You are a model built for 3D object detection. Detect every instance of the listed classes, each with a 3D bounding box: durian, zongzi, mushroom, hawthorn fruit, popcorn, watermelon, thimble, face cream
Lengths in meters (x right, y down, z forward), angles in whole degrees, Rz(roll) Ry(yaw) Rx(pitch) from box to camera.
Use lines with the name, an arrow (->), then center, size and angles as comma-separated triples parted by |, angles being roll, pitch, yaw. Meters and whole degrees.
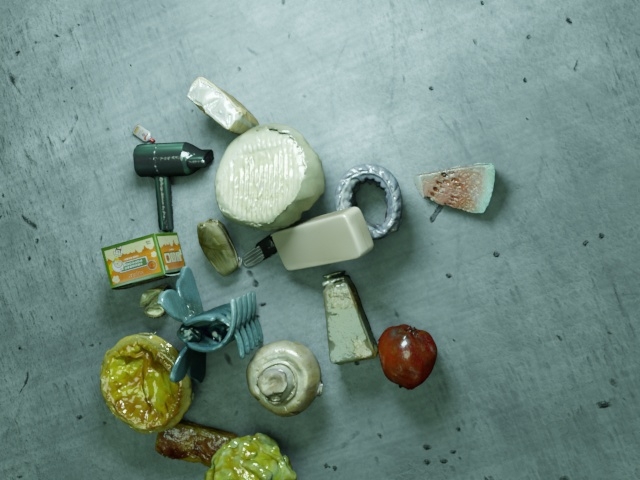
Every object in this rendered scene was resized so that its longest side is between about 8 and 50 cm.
durian -> -0.542, 0.196, 1.873 | 0.110, 0.071, 0.140 | 44, 110, 10
zongzi -> -0.334, 0.021, 1.775 | 0.099, 0.197, 0.195 | -28, 90, -2
mushroom -> -0.111, 0.438, 1.763 | 0.254, 0.184, 0.255 | -3, 78, 15
hawthorn fruit -> 0.266, 0.365, 1.713 | 0.185, 0.185, 0.202 | 7, 107, 8
popcorn -> -0.221, 0.749, 1.712 | 0.274, 0.335, 0.279 | -38, 56, 22
watermelon -> 0.409, -0.172, 1.724 | 0.241, 0.094, 0.154 | 6, 102, 9
thimble -> 0.159, -0.118, 1.714 | 0.205, 0.172, 0.236 | -33, 84, 11
face cream -> -0.601, -0.361, 1.893 | 0.083, 0.021, 0.040 | 34, 97, 6

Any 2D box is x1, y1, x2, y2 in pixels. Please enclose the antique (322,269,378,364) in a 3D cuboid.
antique -> 0.080, 0.237, 1.753 | 0.150, 0.125, 0.284 | -14, 89, 8

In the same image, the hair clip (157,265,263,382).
hair clip -> -0.332, 0.266, 1.727 | 0.238, 0.318, 0.392 | -7, 89, 6

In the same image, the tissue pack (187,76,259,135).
tissue pack -> -0.302, -0.412, 1.747 | 0.186, 0.222, 0.090 | 40, 99, 5

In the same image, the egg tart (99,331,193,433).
egg tart -> -0.568, 0.471, 1.853 | 0.341, 0.132, 0.342 | 0, 91, 8

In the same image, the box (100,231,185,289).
box -> -0.575, 0.067, 1.821 | 0.194, 0.177, 0.148 | -14, 90, 9

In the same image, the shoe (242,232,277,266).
shoe -> -0.196, 0.035, 1.829 | 0.159, 0.053, 0.062 | -35, 83, 10

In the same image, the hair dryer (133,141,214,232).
hair dryer -> -0.478, -0.175, 1.851 | 0.244, 0.116, 0.303 | 0, 103, 9

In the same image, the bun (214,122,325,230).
bun -> -0.148, -0.190, 1.736 | 0.359, 0.211, 0.360 | -2, 84, 21

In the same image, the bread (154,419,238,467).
bread -> -0.419, 0.691, 1.865 | 0.270, 0.077, 0.139 | 14, 96, 5

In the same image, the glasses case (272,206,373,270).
glasses case -> 0.000, 0.000, 1.688 | 0.336, 0.076, 0.144 | -11, 104, 44
